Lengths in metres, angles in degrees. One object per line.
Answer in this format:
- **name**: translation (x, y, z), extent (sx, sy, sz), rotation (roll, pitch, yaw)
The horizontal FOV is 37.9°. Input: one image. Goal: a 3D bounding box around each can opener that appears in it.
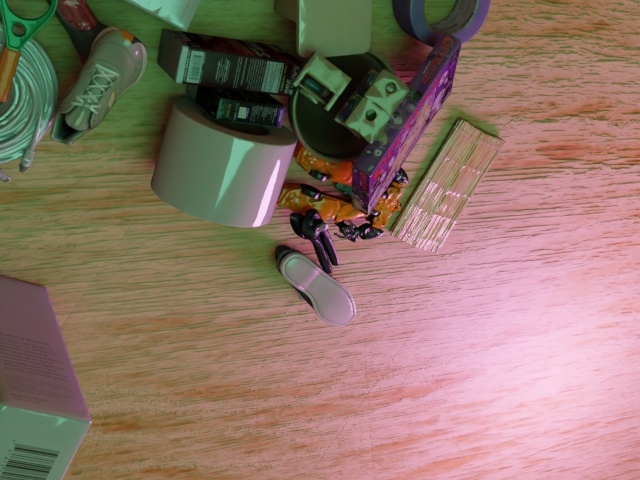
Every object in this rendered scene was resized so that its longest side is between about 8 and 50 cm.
- **can opener**: translation (0.000, 0.000, 1.975), extent (0.059, 0.073, 0.186), rotation (-47, 135, -15)

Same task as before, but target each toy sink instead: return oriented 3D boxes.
- **toy sink**: translation (0.004, -0.475, 1.752), extent (0.152, 0.131, 0.234), rotation (-10, 115, -22)

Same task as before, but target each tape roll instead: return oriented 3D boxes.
- **tape roll**: translation (-0.183, -0.150, 1.764), extent (0.246, 0.246, 0.169), rotation (7, 112, -29)
- **tape roll**: translation (0.247, -0.491, 1.895), extent (0.189, 0.080, 0.189), rotation (-12, 120, -21)

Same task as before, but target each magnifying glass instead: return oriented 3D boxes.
- **magnifying glass**: translation (-0.499, -0.339, 1.531), extent (0.092, 0.026, 0.231), rotation (16, 107, -24)

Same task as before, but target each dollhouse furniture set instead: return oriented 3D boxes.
- **dollhouse furniture set**: translation (0.050, -0.293, 1.756), extent (0.183, 0.129, 0.129), rotation (35, 94, -13)

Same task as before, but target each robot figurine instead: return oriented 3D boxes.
- **robot figurine**: translation (0.050, -0.112, 1.999), extent (0.291, 0.085, 0.211), rotation (15, 109, -31)

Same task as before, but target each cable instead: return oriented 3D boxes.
- **cable**: translation (-0.582, -0.258, 1.604), extent (0.257, 0.089, 0.257), rotation (28, 101, -34)

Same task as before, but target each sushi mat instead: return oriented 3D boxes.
- **sushi mat**: translation (0.293, -0.122, 2.154), extent (0.151, 0.019, 0.316), rotation (22, 105, -35)

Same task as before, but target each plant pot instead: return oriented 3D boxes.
- **plant pot**: translation (0.032, -0.286, 1.877), extent (0.237, 0.110, 0.237), rotation (-11, 118, -22)

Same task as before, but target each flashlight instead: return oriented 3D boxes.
- **flashlight**: translation (-0.417, -0.399, 1.596), extent (0.103, 0.103, 0.304), rotation (-24, 128, 5)

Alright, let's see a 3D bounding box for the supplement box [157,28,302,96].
- **supplement box**: translation (-0.170, -0.332, 1.743), extent (0.239, 0.130, 0.073), rotation (2, 114, -28)

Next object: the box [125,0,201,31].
- **box**: translation (-0.289, -0.468, 1.633), extent (0.170, 0.091, 0.130), rotation (22, 104, -33)

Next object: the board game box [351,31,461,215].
- **board game box**: translation (0.171, -0.231, 1.880), extent (0.347, 0.056, 0.208), rotation (-56, 164, -15)

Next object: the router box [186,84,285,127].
- **router box**: translation (-0.162, -0.265, 1.751), extent (0.133, 0.179, 0.046), rotation (4, 112, -28)

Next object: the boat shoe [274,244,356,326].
- **boat shoe**: translation (-0.014, 0.101, 2.085), extent (0.095, 0.079, 0.254), rotation (-47, 124, 5)

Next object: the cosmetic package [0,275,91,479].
- **cosmetic package**: translation (-0.568, 0.265, 1.665), extent (0.161, 0.453, 0.230), rotation (20, 105, -33)

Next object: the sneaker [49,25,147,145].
- **sneaker**: translation (-0.379, -0.248, 1.578), extent (0.099, 0.121, 0.262), rotation (30, 137, -16)
